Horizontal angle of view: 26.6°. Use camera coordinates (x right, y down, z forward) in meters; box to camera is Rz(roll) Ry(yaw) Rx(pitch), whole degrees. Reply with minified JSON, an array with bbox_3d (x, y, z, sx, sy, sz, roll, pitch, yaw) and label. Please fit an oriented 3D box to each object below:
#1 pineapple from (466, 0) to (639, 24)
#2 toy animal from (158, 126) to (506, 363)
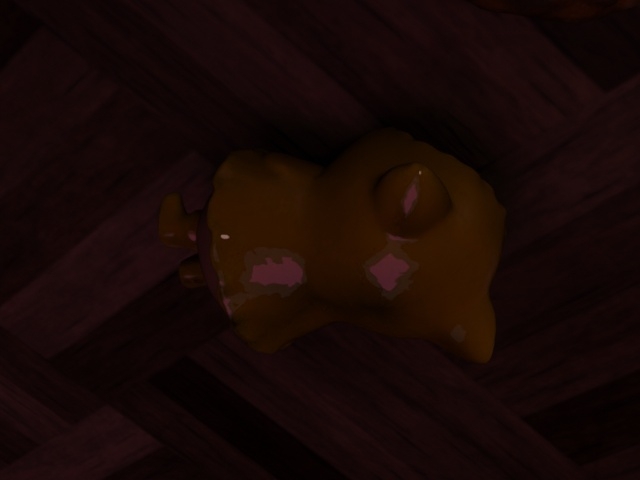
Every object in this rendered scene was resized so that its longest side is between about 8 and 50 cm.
[{"bbox_3d":[0.120,-0.256,0.544,0.169,0.169,0.340,19,134,5],"label":"pineapple"},{"bbox_3d":[0.002,0.004,0.877,0.229,0.156,0.156,-2,133,31],"label":"toy animal"}]
